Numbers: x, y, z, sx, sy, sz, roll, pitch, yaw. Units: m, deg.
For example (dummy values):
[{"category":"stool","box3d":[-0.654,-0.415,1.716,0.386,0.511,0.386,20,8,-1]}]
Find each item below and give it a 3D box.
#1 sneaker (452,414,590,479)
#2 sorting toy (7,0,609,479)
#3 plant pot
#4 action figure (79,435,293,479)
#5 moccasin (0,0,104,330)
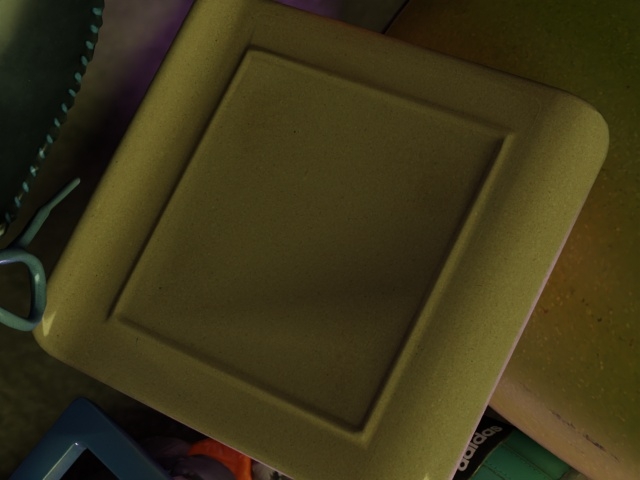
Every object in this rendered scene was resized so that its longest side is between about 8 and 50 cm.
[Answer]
[{"category":"sneaker","box3d":[0.109,0.186,0.939,0.108,0.121,0.302,-43,154,-22]},{"category":"sorting toy","box3d":[0.000,0.000,0.655,0.347,0.196,0.047,-63,153,-7]},{"category":"plant pot","box3d":[0.187,0.023,0.720,0.275,0.293,0.274,-14,129,-18]},{"category":"action figure","box3d":[-0.117,0.172,0.730,0.330,0.178,0.341,-21,175,-22]},{"category":"moccasin","box3d":[-0.182,0.022,0.644,0.138,0.117,0.342,19,113,-36]}]
